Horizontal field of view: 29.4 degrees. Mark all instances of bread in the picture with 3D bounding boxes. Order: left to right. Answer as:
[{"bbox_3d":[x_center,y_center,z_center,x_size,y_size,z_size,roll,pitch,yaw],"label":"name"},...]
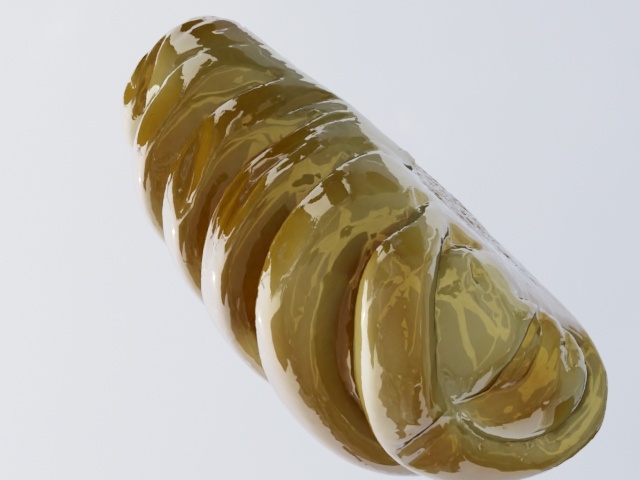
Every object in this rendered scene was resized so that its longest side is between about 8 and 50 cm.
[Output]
[{"bbox_3d":[0.000,0.000,0.591,0.121,0.311,0.173,-50,-51,6],"label":"bread"}]
